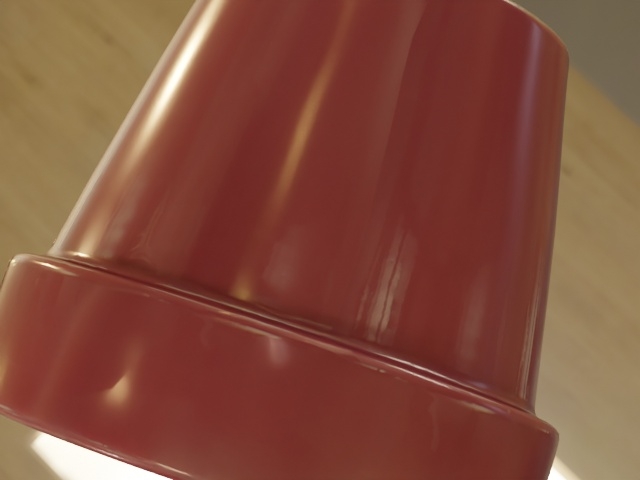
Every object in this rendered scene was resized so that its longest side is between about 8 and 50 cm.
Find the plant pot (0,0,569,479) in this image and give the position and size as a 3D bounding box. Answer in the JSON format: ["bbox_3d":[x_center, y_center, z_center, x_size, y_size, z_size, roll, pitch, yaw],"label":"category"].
[{"bbox_3d":[0.000,0.000,0.589,0.201,0.201,0.180,53,-125,-79],"label":"plant pot"}]
